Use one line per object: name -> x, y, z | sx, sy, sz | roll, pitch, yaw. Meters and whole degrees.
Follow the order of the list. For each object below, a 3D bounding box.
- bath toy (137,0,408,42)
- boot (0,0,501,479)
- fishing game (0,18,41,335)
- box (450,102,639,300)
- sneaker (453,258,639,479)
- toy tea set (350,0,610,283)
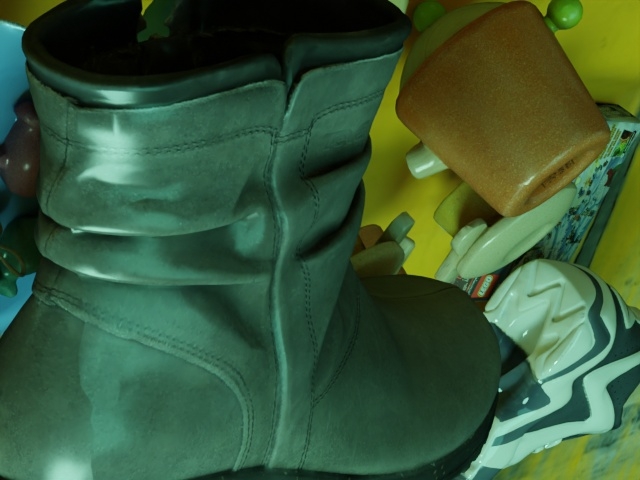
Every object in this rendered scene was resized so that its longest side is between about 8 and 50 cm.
bath toy -> -0.023, -0.190, 0.803 | 0.129, 0.151, 0.348 | -37, 144, -43
boot -> 0.000, 0.000, 0.805 | 0.338, 0.118, 0.223 | -17, 128, -57
fishing game -> -0.140, -0.003, 0.753 | 0.189, 0.041, 0.264 | -17, 140, -39
box -> 0.140, -0.024, 1.243 | 0.094, 0.027, 0.137 | 1, 122, -49
sneaker -> 0.128, 0.116, 1.288 | 0.153, 0.094, 0.235 | 16, 116, -48
toy tea set -> 0.007, -0.015, 1.066 | 0.336, 0.124, 0.200 | -31, 165, -25
